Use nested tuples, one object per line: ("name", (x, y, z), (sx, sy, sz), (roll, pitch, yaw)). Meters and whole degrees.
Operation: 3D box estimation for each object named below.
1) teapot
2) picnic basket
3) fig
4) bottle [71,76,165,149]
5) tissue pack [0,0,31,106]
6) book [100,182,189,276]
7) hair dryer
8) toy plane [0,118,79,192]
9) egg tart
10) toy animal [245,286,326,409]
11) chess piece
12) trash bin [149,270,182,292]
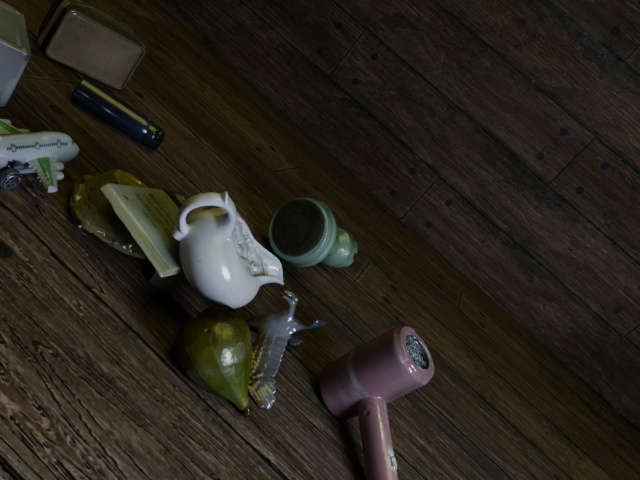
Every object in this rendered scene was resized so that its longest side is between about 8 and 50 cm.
("teapot", (-0.173, 0.018, 1.000), (0.298, 0.139, 0.204), (55, 23, -57))
("picnic basket", (-0.665, -0.577, 1.586), (0.267, 0.165, 0.139), (18, 30, -47))
("fig", (-0.153, 0.194, 0.920), (0.185, 0.126, 0.133), (38, 5, 3))
("bottle", (-0.530, -0.330, 1.445), (0.244, 0.082, 0.072), (33, 65, -20))
("tissue pack", (-0.734, -0.427, 1.167), (0.159, 0.136, 0.246), (21, 27, -44))
("book", (-0.290, -0.025, 1.074), (0.201, 0.026, 0.289), (54, 11, 7))
("hair dryer", (0.123, 0.350, 1.021), (0.125, 0.210, 0.352), (34, 34, -35))
("toy plane", (-0.545, -0.162, 0.996), (0.251, 0.101, 0.255), (43, 15, 8))
("egg tart", (-0.389, -0.066, 1.100), (0.232, 0.098, 0.252), (43, 15, -4))
("toy animal", (-0.099, 0.166, 1.083), (0.197, 0.160, 0.272), (40, 12, 3))
("chess piece", (0.000, 0.000, 1.586), (0.194, 0.194, 0.299), (50, 12, 26))
("trash bin", (-0.290, 0.051, 1.067), (0.043, 0.061, 0.092), (36, 18, -14))
